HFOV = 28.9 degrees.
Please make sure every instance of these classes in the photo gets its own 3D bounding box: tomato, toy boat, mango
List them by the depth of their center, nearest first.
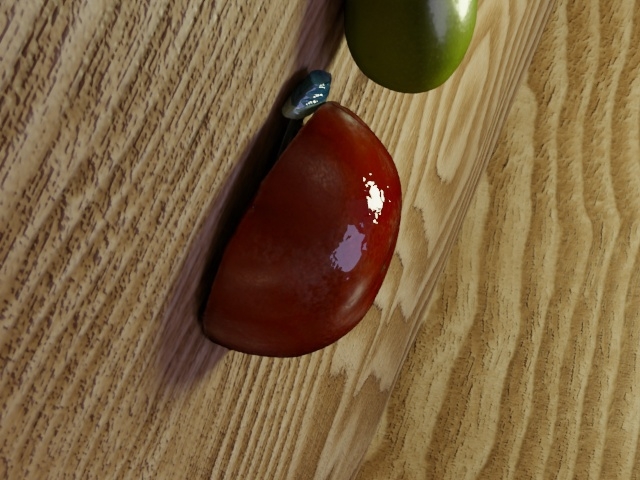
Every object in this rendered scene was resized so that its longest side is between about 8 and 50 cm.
[{"bbox_3d":[-0.033,-0.123,1.355,0.149,0.034,0.105,-57,172,4],"label":"toy boat"},{"bbox_3d":[0.098,-0.293,1.372,0.175,0.143,0.293,-53,151,-34],"label":"mango"},{"bbox_3d":[0.007,0.010,1.402,0.338,0.144,0.338,-60,170,-17],"label":"tomato"}]
